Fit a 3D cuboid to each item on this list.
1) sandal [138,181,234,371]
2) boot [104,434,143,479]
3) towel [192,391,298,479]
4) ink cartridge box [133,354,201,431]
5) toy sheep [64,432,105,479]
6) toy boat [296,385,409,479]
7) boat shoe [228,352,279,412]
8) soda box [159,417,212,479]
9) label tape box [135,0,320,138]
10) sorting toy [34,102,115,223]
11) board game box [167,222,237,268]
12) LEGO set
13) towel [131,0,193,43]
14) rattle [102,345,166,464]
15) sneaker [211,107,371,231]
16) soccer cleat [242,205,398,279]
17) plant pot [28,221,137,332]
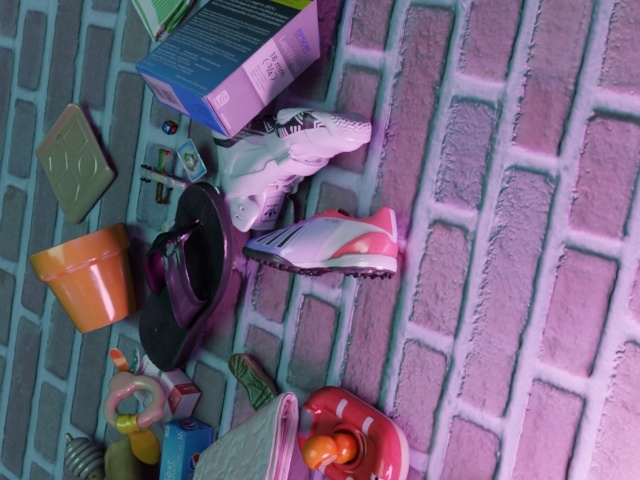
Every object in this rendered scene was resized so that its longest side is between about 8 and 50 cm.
[{"bbox_3d":[-0.268,0.089,1.889,0.167,0.107,0.445,46,132,28],"label":"sandal"},{"bbox_3d":[-0.375,0.502,2.026,0.236,0.089,0.269,-57,34,37],"label":"boot"},{"bbox_3d":[-0.160,0.457,1.786,0.332,0.053,0.316,-40,28,44],"label":"towel"},{"bbox_3d":[-0.314,0.304,2.058,0.135,0.056,0.099,43,117,33],"label":"ink cartridge box"},{"bbox_3d":[-0.518,0.475,2.228,0.132,0.091,0.091,44,120,11],"label":"toy sheep"},{"bbox_3d":[0.032,0.345,1.688,0.231,0.151,0.150,27,109,38],"label":"toy boat"},{"bbox_3d":[-0.112,0.272,1.893,0.056,0.048,0.153,-49,67,18],"label":"boat shoe"},{"bbox_3d":[-0.271,0.464,2.014,0.067,0.071,0.210,15,101,43],"label":"soda box"},{"bbox_3d":[-0.127,-0.352,1.794,0.334,0.106,0.241,-45,43,-14],"label":"label tape box"},{"bbox_3d":[-0.544,-0.170,2.269,0.193,0.038,0.208,-45,68,33],"label":"sorting toy"},{"bbox_3d":[-0.254,0.041,1.988,0.170,0.048,0.141,-46,71,36],"label":"board game box"},{"bbox_3d":[-0.270,-0.111,2.028,0.182,0.060,0.244,-32,82,37],"label":"LEGO set"},{"bbox_3d":[-0.287,-0.586,2.024,0.325,0.038,0.247,-46,61,33],"label":"towel"},{"bbox_3d":[-0.364,0.323,2.044,0.130,0.142,0.199,-39,43,0],"label":"rattle"},{"bbox_3d":[-0.054,-0.119,1.769,0.366,0.137,0.210,4,95,46],"label":"sneaker"},{"bbox_3d":[0.000,0.000,1.750,0.318,0.109,0.116,2,79,40],"label":"soccer cleat"},{"bbox_3d":[-0.474,0.084,2.118,0.205,0.205,0.187,-16,96,41],"label":"plant pot"}]
